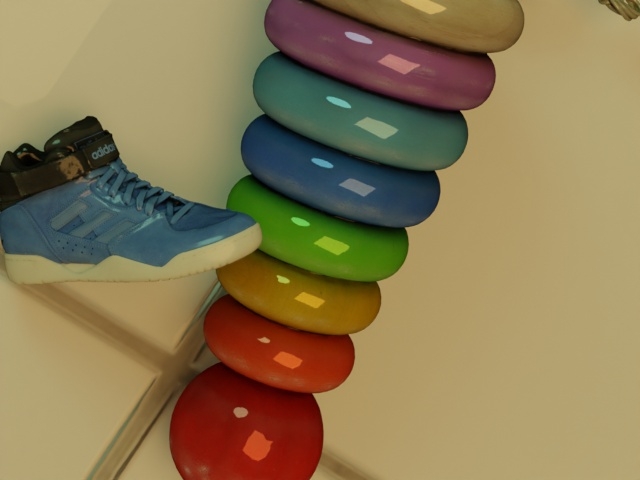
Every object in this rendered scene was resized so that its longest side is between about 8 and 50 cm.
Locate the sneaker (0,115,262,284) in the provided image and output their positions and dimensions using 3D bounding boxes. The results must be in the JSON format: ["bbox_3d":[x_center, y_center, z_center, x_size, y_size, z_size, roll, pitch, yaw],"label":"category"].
[{"bbox_3d":[-0.107,-0.024,0.955,0.058,0.152,0.085,-33,117,-61],"label":"sneaker"}]

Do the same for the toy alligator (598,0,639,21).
[{"bbox_3d":[0.107,-0.169,1.048,0.189,0.056,0.051,31,132,-27],"label":"toy alligator"}]

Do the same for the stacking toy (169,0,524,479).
[{"bbox_3d":[0.000,0.000,1.008,0.141,0.141,0.330,12,104,-25],"label":"stacking toy"}]
